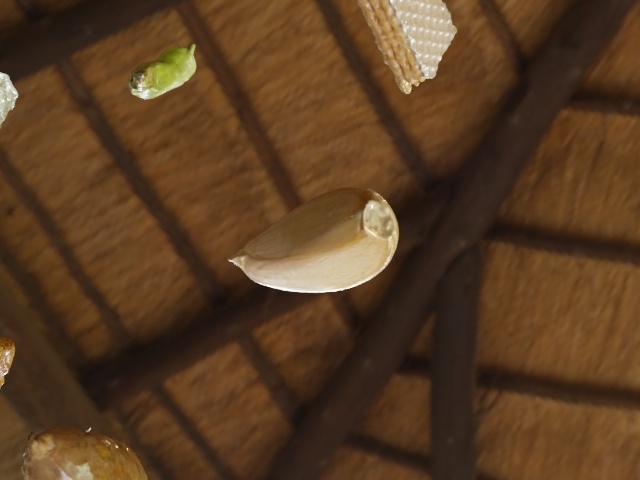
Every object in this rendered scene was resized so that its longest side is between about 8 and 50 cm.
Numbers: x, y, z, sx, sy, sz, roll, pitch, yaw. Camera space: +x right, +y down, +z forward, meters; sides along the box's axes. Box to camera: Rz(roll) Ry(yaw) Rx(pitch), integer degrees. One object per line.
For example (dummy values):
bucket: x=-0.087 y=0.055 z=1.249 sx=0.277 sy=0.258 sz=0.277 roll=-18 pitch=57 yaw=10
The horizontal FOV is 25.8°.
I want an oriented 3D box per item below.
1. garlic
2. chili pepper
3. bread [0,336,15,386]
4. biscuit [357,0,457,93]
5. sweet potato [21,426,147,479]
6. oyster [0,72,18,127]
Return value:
garlic: x=-0.001 y=0.003 z=2.033 sx=0.164 sy=0.244 sz=0.145 roll=15 pitch=58 yaw=-73
chili pepper: x=-0.168 y=-0.163 z=1.405 sx=0.048 sy=0.208 sz=0.043 roll=-7 pitch=-76 yaw=12
bread: x=-0.349 y=0.153 z=1.161 sx=0.076 sy=0.233 sz=0.105 roll=23 pitch=-36 yaw=16
biscuit: x=0.054 y=-0.322 z=1.494 sx=0.054 sy=0.094 sz=0.379 roll=5 pitch=-41 yaw=37
sweet potato: x=-0.176 y=0.208 z=0.944 sx=0.092 sy=0.114 sz=0.341 roll=49 pitch=-40 yaw=17
oyster: x=-0.289 y=-0.098 z=0.979 sx=0.177 sy=0.125 sz=0.064 roll=17 pitch=33 yaw=-55
